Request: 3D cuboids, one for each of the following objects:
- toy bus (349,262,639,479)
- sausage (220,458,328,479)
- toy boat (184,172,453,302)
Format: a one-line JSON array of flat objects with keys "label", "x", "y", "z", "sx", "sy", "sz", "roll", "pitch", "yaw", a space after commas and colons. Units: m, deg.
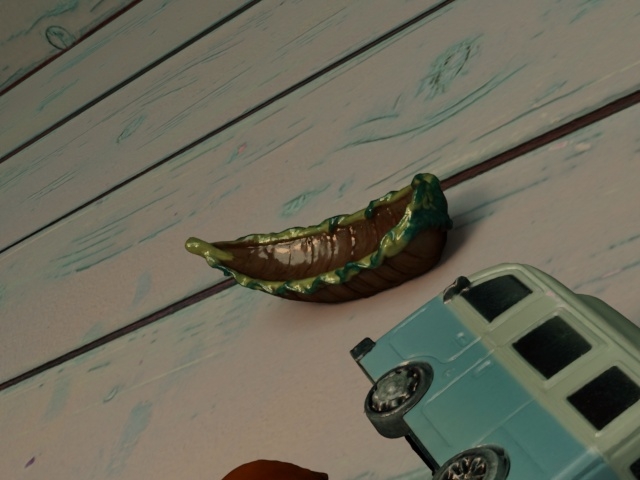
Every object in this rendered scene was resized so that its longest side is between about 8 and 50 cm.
[{"label": "toy bus", "x": 0.138, "y": 0.115, "z": 0.930, "sx": 0.165, "sy": 0.133, "sz": 0.271, "roll": -39, "pitch": 24, "yaw": -1}, {"label": "sausage", "x": -0.079, "y": 0.291, "z": 1.040, "sx": 0.097, "sy": 0.094, "sz": 0.348, "roll": -29, "pitch": 26, "yaw": 43}, {"label": "toy boat", "x": 0.004, "y": 0.008, "z": 1.403, "sx": 0.293, "sy": 0.099, "sz": 0.108, "roll": -13, "pitch": 37, "yaw": 40}]
